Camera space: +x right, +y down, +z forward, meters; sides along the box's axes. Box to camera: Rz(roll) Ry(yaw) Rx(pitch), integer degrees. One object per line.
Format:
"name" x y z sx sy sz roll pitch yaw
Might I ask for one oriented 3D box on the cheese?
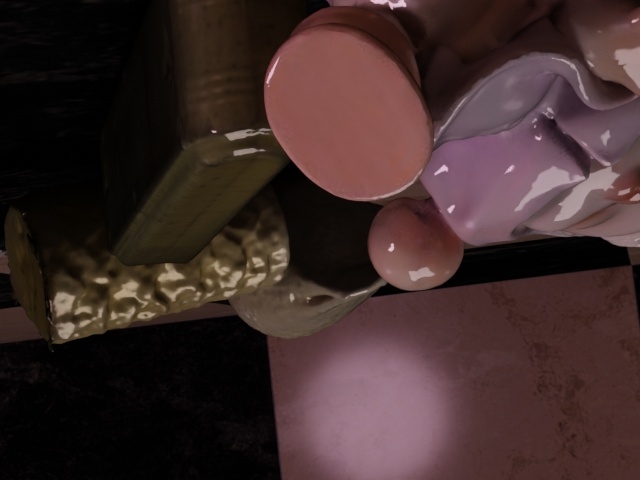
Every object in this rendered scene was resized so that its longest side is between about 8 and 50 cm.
"cheese" -0.117 0.001 0.924 0.167 0.093 0.123 -15 -160 -23

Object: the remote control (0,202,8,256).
"remote control" -0.255 -0.021 0.934 0.090 0.066 0.266 9 176 -4

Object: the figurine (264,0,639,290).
"figurine" 0.070 -0.067 0.496 0.200 0.133 0.276 -43 152 25

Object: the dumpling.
"dumpling" 0.003 0.001 1.082 0.166 0.126 0.216 -21 179 -30

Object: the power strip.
"power strip" -0.065 -0.048 0.690 0.066 0.092 0.387 -1 173 -14
